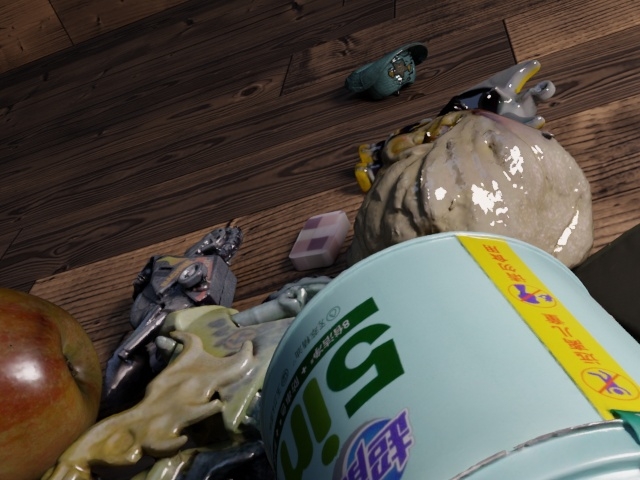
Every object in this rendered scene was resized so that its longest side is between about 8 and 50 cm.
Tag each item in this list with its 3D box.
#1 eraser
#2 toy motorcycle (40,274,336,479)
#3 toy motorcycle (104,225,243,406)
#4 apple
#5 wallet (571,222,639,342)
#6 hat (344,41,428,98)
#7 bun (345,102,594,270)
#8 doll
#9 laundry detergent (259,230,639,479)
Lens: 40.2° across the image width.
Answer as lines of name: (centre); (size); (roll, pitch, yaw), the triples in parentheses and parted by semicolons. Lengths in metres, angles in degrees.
eraser: (0.000, 0.000, 1.240); (0.065, 0.026, 0.105); (-13, 31, 26)
toy motorcycle: (-0.106, 0.179, 0.869); (0.237, 0.168, 0.410); (-9, 32, 29)
toy motorcycle: (-0.189, 0.090, 1.163); (0.173, 0.108, 0.307); (-24, 28, 21)
apple: (-0.386, 0.169, 1.016); (0.234, 0.256, 0.256); (-22, 28, 9)
wallet: (0.362, 0.041, 0.870); (0.169, 0.052, 0.245); (-32, 21, -2)
hat: (0.127, -0.302, 1.611); (0.138, 0.077, 0.191); (-26, 8, -21)
bun: (0.162, -0.042, 0.965); (0.282, 0.204, 0.281); (-12, 23, 5)
doll: (0.192, -0.155, 1.274); (0.316, 0.103, 0.145); (-20, 12, 26)
laundry detergent: (0.123, 0.183, 0.557); (0.287, 0.287, 0.305); (-25, 27, 0)
